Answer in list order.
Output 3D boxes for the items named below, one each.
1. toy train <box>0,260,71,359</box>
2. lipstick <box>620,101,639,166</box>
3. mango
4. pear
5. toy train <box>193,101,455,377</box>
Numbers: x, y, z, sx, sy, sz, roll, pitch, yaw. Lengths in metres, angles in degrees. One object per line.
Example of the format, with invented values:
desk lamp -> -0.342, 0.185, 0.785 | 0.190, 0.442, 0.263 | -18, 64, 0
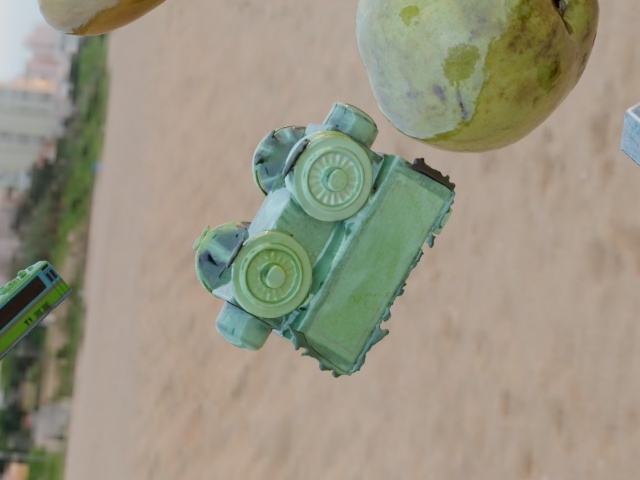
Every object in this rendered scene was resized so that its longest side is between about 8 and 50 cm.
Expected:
toy train -> -0.284, 0.088, 1.396 | 0.044, 0.042, 0.209 | -27, 15, 43
lipstick -> 0.464, -0.064, 2.017 | 0.290, 0.077, 0.076 | 46, 153, 37
mango -> -0.230, -0.282, 1.943 | 0.102, 0.184, 0.085 | -89, -17, -53
pear -> 0.198, -0.266, 2.145 | 0.304, 0.304, 0.304 | -174, 90, -82
toy train -> 0.000, 0.000, 1.764 | 0.272, 0.188, 0.159 | -61, 20, -4
